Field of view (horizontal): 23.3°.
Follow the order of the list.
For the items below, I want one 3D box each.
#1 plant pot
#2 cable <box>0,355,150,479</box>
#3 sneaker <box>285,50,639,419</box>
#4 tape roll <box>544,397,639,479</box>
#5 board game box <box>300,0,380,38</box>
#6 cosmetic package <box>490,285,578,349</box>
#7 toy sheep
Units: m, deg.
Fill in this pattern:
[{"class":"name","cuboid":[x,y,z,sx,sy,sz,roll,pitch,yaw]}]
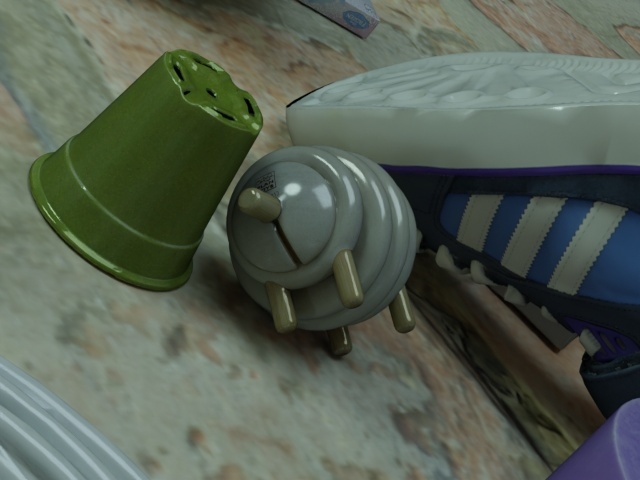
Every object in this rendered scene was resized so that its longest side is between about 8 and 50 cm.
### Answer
[{"class":"plant pot","cuboid":[-0.067,-0.036,0.654,0.083,0.079,0.083,33,25,-17]},{"class":"cable","cuboid":[-0.117,0.106,0.312,0.257,0.089,0.257,30,24,-25]},{"class":"sneaker","cuboid":[0.134,0.029,0.812,0.322,0.236,0.130,4,22,32]},{"class":"tape roll","cuboid":[0.171,0.163,0.665,0.189,0.080,0.189,33,24,-16]},{"class":"board game box","cuboid":[-0.006,-0.192,1.108,0.090,0.020,0.090,25,28,-32]},{"class":"cosmetic package","cuboid":[0.168,-0.019,0.985,0.117,0.085,0.231,45,22,10]},{"class":"toy sheep","cuboid":[0.000,0.000,0.689,0.091,0.091,0.132,52,7,25]}]
